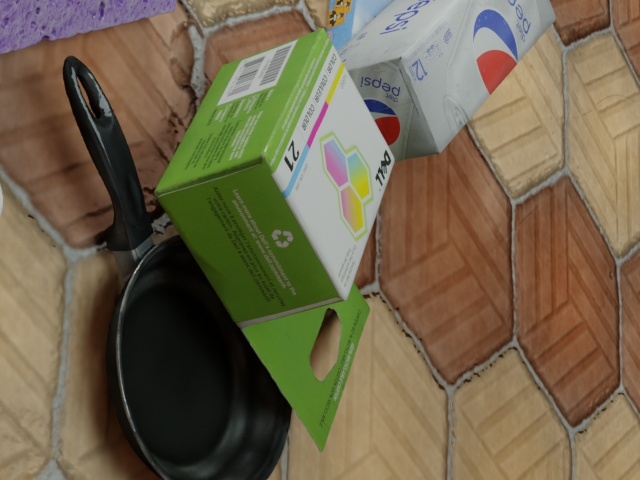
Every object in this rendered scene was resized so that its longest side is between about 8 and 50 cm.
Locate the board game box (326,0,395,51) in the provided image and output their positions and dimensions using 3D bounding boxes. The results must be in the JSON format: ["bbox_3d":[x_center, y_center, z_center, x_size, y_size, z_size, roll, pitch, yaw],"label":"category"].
[{"bbox_3d":[0.070,-0.214,1.451,0.160,0.039,0.211,33,56,-46],"label":"board game box"}]

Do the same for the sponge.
[{"bbox_3d":[-0.161,-0.200,1.075,0.210,0.031,0.117,-27,137,-55],"label":"sponge"}]

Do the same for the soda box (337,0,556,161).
[{"bbox_3d":[0.105,-0.169,1.371,0.286,0.098,0.091,-48,121,-49],"label":"soda box"}]

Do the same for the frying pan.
[{"bbox_3d":[-0.122,0.053,1.094,0.326,0.053,0.197,50,43,-34],"label":"frying pan"}]

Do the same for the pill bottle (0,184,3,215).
[{"bbox_3d":[-0.300,-0.075,0.778,0.283,0.160,0.160,50,44,-36],"label":"pill bottle"}]

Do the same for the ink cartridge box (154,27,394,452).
[{"bbox_3d":[0.000,0.000,1.185,0.255,0.097,0.189,59,29,-26],"label":"ink cartridge box"}]
